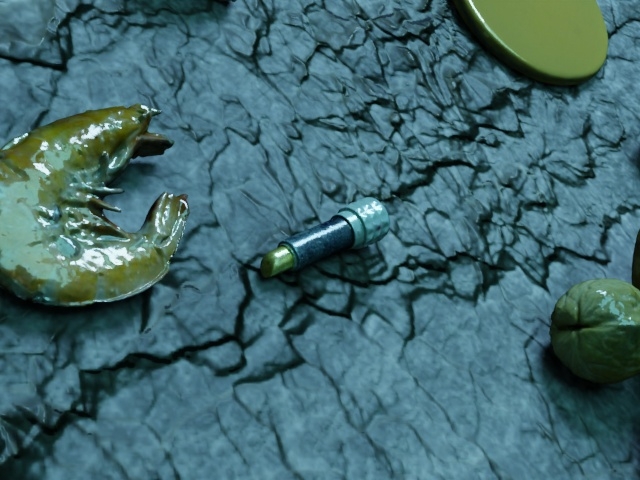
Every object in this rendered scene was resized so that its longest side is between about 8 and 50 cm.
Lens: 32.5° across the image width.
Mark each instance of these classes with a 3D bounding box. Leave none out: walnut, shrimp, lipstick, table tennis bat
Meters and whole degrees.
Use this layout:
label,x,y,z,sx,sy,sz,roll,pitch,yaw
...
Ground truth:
label,x,y,z,sx,sy,sz,roll,pitch,yaw
walnut,0.226,0.071,0.873,0.092,0.092,0.092,18,48,-21
shrimp,-0.152,-0.024,0.735,0.132,0.052,0.187,48,51,-7
lipstick,0.000,0.000,0.818,0.116,0.037,0.037,-22,70,-38
table tennis bat,0.237,-0.291,1.193,0.198,0.050,0.321,29,49,-12

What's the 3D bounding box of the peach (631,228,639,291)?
label,x,y,z,sx,sy,sz,roll,pitch,yaw
peach,0.374,0.005,0.908,0.214,0.235,0.214,29,1,0
